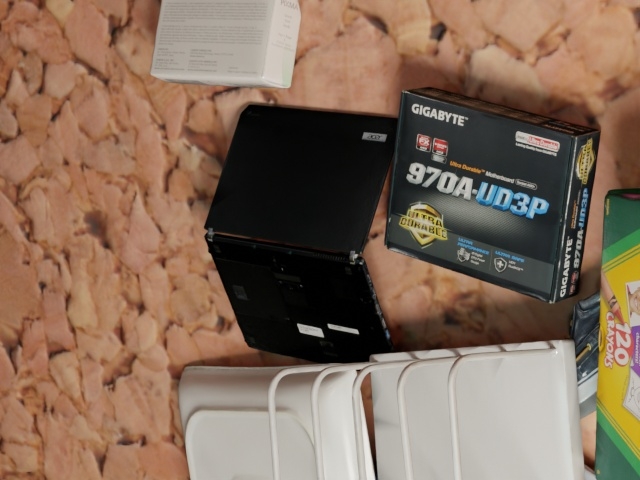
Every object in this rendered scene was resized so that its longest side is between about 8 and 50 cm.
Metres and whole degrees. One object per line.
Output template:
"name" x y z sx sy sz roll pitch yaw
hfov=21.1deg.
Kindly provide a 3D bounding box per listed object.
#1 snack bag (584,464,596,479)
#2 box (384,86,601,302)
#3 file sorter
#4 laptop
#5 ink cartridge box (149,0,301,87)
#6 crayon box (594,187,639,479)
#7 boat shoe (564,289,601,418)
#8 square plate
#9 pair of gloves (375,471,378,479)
"snack bag" 0.191 0.340 1.836 0.342 0.037 0.323 34 119 33
"box" 0.172 -0.049 1.757 0.220 0.051 0.175 20 112 37
"file sorter" 0.102 0.206 1.717 0.277 0.173 0.193 -9 84 48
"laptop" 0.000 0.000 1.942 0.234 0.136 0.264 9 131 40
"ink cartridge box" -0.099 -0.288 1.955 0.181 0.056 0.225 7 85 40
"crayon box" 0.330 0.100 1.544 0.165 0.081 0.279 16 108 61
"boat shoe" 0.265 0.115 1.712 0.183 0.065 0.083 -45 61 35
"square plate" -0.053 0.317 1.990 0.344 0.049 0.347 -6 93 52
"pair of gloves" 0.089 0.338 1.887 0.159 0.023 0.198 -20 80 44
